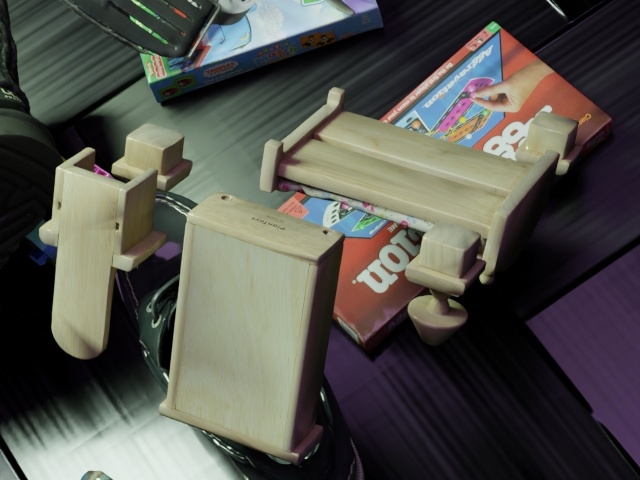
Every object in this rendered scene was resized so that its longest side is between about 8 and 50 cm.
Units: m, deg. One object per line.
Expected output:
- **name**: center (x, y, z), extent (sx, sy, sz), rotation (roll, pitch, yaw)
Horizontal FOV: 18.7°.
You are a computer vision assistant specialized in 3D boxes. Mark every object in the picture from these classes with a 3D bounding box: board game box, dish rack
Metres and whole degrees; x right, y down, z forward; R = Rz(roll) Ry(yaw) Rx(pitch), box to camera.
- **board game box**: center (-0.067, -0.228, 1.736), extent (0.212, 0.039, 0.160), rotation (-18, 62, 1)
- **board game box**: center (0.094, -0.048, 1.623), extent (0.281, 0.027, 0.145), rotation (-42, 65, -10)
- **dish rack**: center (-0.120, -0.298, 1.639), extent (0.271, 0.208, 0.074), rotation (-60, 26, -7)

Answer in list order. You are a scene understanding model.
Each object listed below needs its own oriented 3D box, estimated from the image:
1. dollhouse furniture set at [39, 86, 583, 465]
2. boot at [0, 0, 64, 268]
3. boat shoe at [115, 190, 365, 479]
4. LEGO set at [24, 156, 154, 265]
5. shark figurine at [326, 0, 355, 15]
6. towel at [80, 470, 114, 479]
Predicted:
- **dollhouse furniture set**: center (0.000, 0.000, 1.515), extent (0.303, 0.173, 0.355), rotation (19, 29, 18)
- **boot**: center (-0.358, -0.046, 1.594), extent (0.348, 0.131, 0.260), rotation (-41, 46, 12)
- **boat shoe**: center (-0.079, 0.075, 1.546), extent (0.127, 0.113, 0.340), rotation (-26, 62, -2)
- **LEGO set**: center (-0.219, -0.023, 1.620), extent (0.087, 0.093, 0.227), rotation (-49, 33, -8)
- **shark figurine**: center (0.056, -0.329, 1.691), extent (0.278, 0.116, 0.166), rotation (-33, 66, -23)
- **towel**: center (-0.163, 0.380, 1.456), extent (0.271, 0.040, 0.370), rotation (23, 71, 20)
